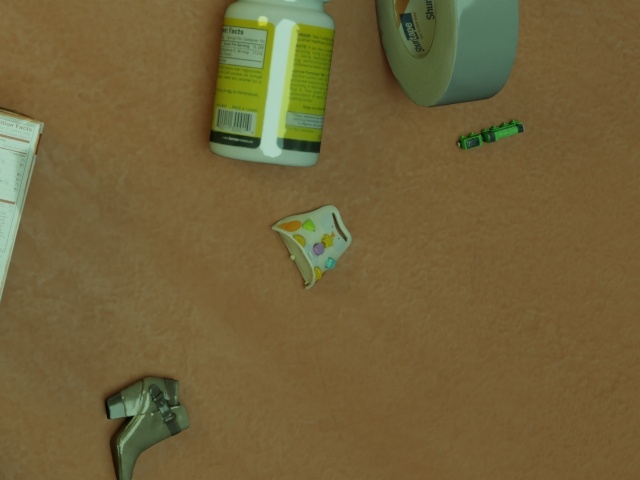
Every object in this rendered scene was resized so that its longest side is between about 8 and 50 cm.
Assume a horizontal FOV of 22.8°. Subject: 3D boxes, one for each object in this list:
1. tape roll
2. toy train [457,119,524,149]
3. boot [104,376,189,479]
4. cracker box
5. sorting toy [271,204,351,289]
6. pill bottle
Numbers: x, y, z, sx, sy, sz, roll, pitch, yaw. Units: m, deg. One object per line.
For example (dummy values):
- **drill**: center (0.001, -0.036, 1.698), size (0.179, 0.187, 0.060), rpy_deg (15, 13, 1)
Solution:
- **tape roll**: center (0.129, -0.252, 1.676), size (0.072, 0.219, 0.219), rpy_deg (-10, 101, -19)
- **toy train**: center (0.197, -0.121, 1.824), size (0.083, 0.024, 0.017), rpy_deg (-17, 103, -16)
- **boot**: center (-0.185, 0.208, 1.727), size (0.087, 0.042, 0.118), rpy_deg (-9, 101, -20)
- **cracker box**: center (-0.343, -0.019, 1.575), size (0.067, 0.156, 0.232), rpy_deg (14, 93, -20)
- **sorting toy**: center (0.000, 0.000, 1.768), size (0.075, 0.045, 0.083), rpy_deg (-39, 110, -31)
- **pill bottle**: center (-0.048, -0.187, 1.676), size (0.119, 0.119, 0.208), rpy_deg (6, 96, -20)
